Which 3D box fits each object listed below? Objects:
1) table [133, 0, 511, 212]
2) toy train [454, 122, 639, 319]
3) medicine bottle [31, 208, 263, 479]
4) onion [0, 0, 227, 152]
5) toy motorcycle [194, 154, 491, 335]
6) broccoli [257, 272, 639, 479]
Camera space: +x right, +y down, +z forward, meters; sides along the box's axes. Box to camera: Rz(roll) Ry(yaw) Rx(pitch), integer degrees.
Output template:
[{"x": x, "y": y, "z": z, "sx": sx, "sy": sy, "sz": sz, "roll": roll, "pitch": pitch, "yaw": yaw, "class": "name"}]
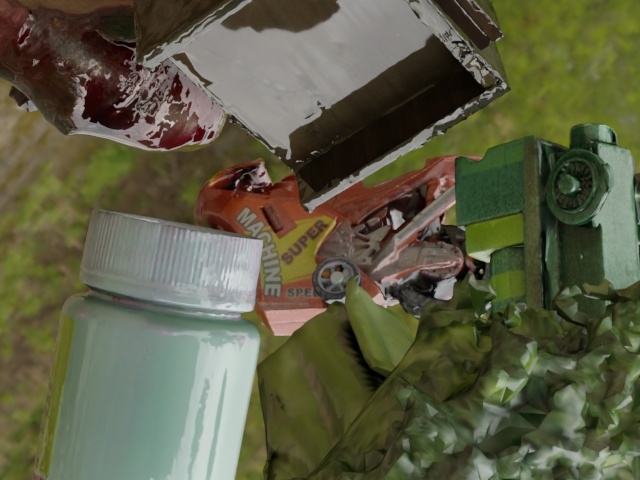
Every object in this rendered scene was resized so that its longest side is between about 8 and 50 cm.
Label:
[{"x": 0.000, "y": -0.165, "z": 0.906, "sx": 0.172, "sy": 0.169, "sz": 0.193, "roll": -31, "pitch": -138, "yaw": 22, "class": "table"}, {"x": 0.149, "y": 0.032, "z": 0.904, "sx": 0.132, "sy": 0.083, "sz": 0.200, "roll": -15, "pitch": -113, "yaw": 46, "class": "toy train"}, {"x": -0.117, "y": 0.099, "z": 1.013, "sx": 0.139, "sy": 0.139, "sz": 0.225, "roll": -147, "pitch": -113, "yaw": -86, "class": "medicine bottle"}, {"x": -0.175, "y": -0.192, "z": 1.214, "sx": 0.195, "sy": 0.272, "sz": 0.272, "roll": -55, "pitch": -177, "yaw": 11, "class": "onion"}, {"x": 0.000, "y": 0.002, "z": 1.196, "sx": 0.089, "sy": 0.298, "sz": 0.171, "roll": 75, "pitch": 15, "yaw": -51, "class": "toy motorcycle"}, {"x": 0.056, "y": 0.164, "z": 0.703, "sx": 0.375, "sy": 0.249, "sz": 0.302, "roll": -41, "pitch": -175, "yaw": 7, "class": "broccoli"}]
